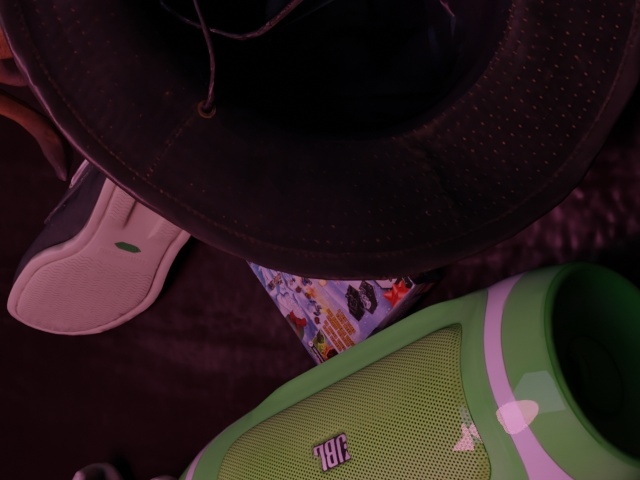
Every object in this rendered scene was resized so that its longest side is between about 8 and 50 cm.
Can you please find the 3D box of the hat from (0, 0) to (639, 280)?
[{"bbox_3d":[-0.002,-0.133,0.877,0.134,0.331,0.331,146,111,-83],"label":"hat"}]

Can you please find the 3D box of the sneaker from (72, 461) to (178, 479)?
[{"bbox_3d":[-0.098,0.213,1.076,0.232,0.090,0.115,23,108,36],"label":"sneaker"}]

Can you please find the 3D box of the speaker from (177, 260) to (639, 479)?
[{"bbox_3d":[0.048,0.117,0.902,0.296,0.131,0.131,-32,76,40],"label":"speaker"}]

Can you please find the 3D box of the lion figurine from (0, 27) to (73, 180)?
[{"bbox_3d":[-0.154,-0.209,0.921,0.142,0.240,0.392,22,105,23],"label":"lion figurine"}]

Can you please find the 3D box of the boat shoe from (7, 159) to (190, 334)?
[{"bbox_3d":[-0.130,-0.012,1.088,0.233,0.084,0.079,-46,29,44],"label":"boat shoe"}]

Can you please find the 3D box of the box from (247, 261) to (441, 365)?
[{"bbox_3d":[0.000,0.000,0.990,0.137,0.027,0.094,55,129,20],"label":"box"}]
